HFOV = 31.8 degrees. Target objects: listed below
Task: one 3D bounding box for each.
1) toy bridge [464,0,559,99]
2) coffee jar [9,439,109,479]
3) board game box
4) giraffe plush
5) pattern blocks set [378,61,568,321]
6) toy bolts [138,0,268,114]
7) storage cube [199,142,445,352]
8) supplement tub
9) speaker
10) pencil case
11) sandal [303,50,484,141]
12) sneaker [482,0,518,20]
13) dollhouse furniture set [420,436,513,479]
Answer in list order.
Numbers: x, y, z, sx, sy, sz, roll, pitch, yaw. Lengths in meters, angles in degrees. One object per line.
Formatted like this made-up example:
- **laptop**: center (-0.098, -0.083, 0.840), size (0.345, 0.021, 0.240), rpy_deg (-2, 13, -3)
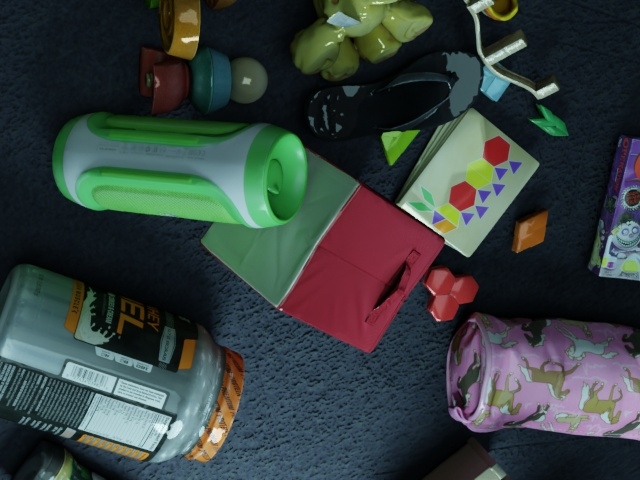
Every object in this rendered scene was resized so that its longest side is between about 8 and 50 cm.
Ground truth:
- **toy bridge**: center (0.244, -0.256, 1.494), size (0.063, 0.026, 0.188), rpy_deg (-26, 126, 30)
- **coffee jar**: center (-0.330, 0.354, 1.524), size (0.184, 0.079, 0.096), rpy_deg (37, 93, -20)
- **board game box**: center (0.577, -0.032, 1.638), size (0.347, 0.056, 0.208), rpy_deg (6, 102, -13)
- **giraffe plush**: center (0.020, -0.321, 1.402), size (0.181, 0.210, 0.170), rpy_deg (-25, 75, 8)
- **pattern blocks set**: center (0.199, -0.077, 1.566), size (0.325, 0.026, 0.285), rpy_deg (-45, 108, -1)
- **toy bolts**: center (-0.125, -0.250, 1.363), size (0.159, 0.218, 0.228), rpy_deg (-3, 124, -20)
- **storage cube**: center (0.000, 0.000, 1.420), size (0.193, 0.215, 0.183), rpy_deg (30, 95, -47)
- **supplement tub**: center (-0.270, 0.166, 1.429), size (0.316, 0.193, 0.193), rpy_deg (22, 98, -19)
- **speaker**: center (-0.170, -0.087, 1.343), size (0.297, 0.131, 0.131), rpy_deg (7, 107, 26)
- **pencil case**: center (0.369, 0.205, 1.623), size (0.386, 0.167, 0.160), rpy_deg (8, 135, -16)
- **sandal**: center (0.105, -0.181, 1.472), size (0.255, 0.054, 0.097), rpy_deg (-19, 107, -14)
- **sneaker**: center (0.212, -0.369, 1.474), size (0.064, 0.067, 0.175), rpy_deg (-37, 109, 0)
- **dollhouse furniture set**: center (0.259, 0.482, 1.598), size (0.198, 0.286, 0.303), rpy_deg (-39, 99, -1)
